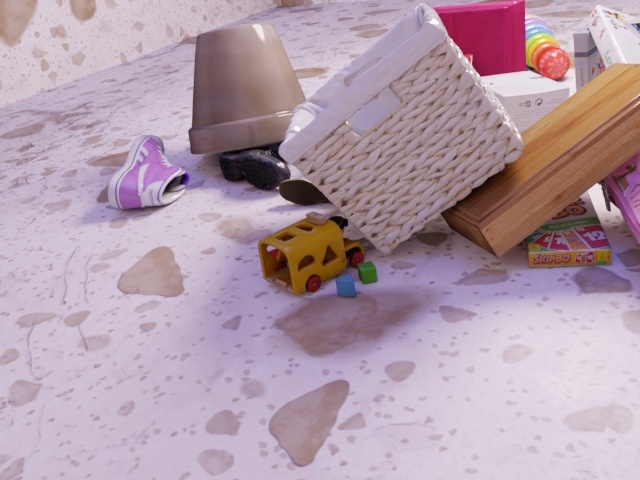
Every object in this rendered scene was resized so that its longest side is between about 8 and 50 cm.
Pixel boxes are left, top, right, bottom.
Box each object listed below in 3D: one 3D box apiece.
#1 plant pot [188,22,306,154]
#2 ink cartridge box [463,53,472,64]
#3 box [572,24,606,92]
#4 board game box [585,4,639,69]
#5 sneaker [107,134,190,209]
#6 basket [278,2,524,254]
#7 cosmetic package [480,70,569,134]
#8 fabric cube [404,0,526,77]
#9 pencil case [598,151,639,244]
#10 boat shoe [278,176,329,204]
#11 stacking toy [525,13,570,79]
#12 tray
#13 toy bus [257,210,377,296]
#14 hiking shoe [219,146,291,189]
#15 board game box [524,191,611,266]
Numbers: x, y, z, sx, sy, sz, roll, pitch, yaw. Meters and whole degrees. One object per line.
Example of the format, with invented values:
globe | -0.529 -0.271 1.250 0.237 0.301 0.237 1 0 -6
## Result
plant pot | -0.187 -0.376 1.801 0.323 0.280 0.323 -10 12 2
ink cartridge box | 0.168 -0.301 1.639 0.308 0.091 0.385 1 56 21
box | 0.675 -0.439 1.822 0.038 0.186 0.145 10 31 38
board game box | 0.734 -0.412 1.667 0.193 0.053 0.305 13 46 -13
sneaker | -0.371 -0.158 1.710 0.161 0.102 0.282 -2 37 7
basket | 0.141 -0.207 1.301 0.328 0.266 0.331 -37 16 18
cosmetic package | 0.425 -0.270 1.591 0.151 0.151 0.184 -9 25 -10
fabric cube | 0.373 -0.457 1.851 0.259 0.258 0.254 4 21 25
pencil case | 0.529 -0.032 1.072 0.167 0.160 0.386 -42 15 24
boat shoe | -0.009 -0.106 1.524 0.153 0.056 0.048 -2 17 12
stacking toy | 0.648 -0.562 2.159 0.141 0.141 0.330 -8 29 2
tray | 0.399 -0.147 1.222 0.411 0.076 0.203 -38 18 0
toy bus | -0.005 0.006 1.228 0.190 0.104 0.202 -6 26 6
hiking shoe | -0.132 -0.180 1.673 0.114 0.086 0.227 -32 33 -33
board game box | 0.408 -0.030 1.251 0.124 0.039 0.259 -3 24 12
